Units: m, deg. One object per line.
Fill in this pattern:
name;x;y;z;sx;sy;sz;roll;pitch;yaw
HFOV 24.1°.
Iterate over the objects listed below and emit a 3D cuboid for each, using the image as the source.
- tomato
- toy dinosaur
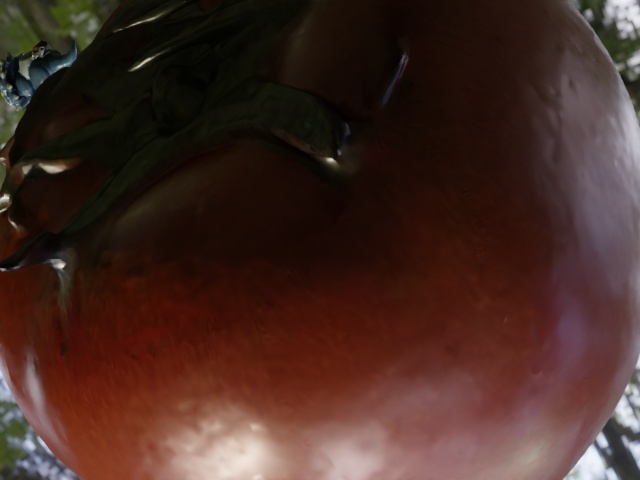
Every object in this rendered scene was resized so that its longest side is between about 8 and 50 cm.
tomato;0.000;0.000;0.565;0.256;0.224;0.256;-31;-144;26
toy dinosaur;-0.200;-0.116;1.061;0.083;0.047;0.030;-9;-148;35
